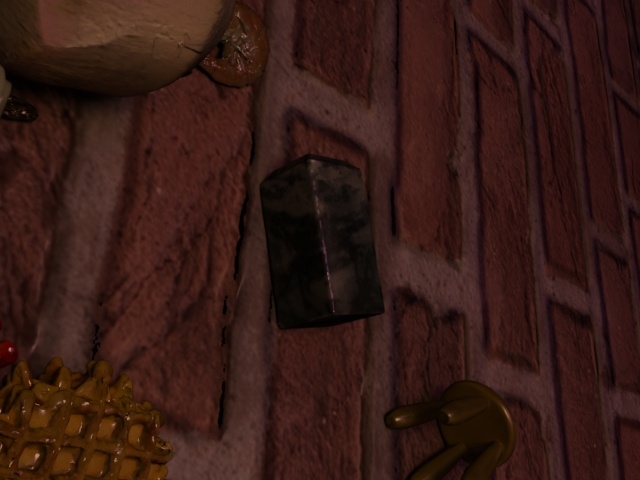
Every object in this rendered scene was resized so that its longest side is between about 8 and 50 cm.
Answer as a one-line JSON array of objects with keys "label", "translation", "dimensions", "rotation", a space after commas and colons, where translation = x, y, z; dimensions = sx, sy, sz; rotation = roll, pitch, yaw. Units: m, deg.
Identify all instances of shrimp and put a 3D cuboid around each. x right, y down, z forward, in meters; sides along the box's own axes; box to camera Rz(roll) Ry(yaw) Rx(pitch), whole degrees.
[{"label": "shrimp", "translation": [-0.126, -0.222, 0.775], "dimensions": [0.180, 0.041, 0.099], "rotation": [-4, 93, -47]}]

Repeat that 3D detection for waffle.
[{"label": "waffle", "translation": [-0.191, 0.187, 0.505], "dimensions": [0.193, 0.070, 0.197], "rotation": [58, 47, -31]}]

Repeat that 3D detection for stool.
[{"label": "stool", "translation": [0.157, 0.234, 0.830], "dimensions": [0.110, 0.134, 0.135], "rotation": [-12, 39, -45]}]

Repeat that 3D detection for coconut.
[{"label": "coconut", "translation": [-0.198, -0.236, 0.572], "dimensions": [0.230, 0.227, 0.227], "rotation": [11, 67, -53]}]

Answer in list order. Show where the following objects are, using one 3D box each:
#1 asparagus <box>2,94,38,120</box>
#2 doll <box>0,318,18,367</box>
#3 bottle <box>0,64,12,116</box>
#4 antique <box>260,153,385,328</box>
[{"label": "asparagus", "translation": [-0.337, -0.149, 0.540], "dimensions": [0.248, 0.025, 0.024], "rotation": [27, 15, -36]}, {"label": "doll", "translation": [-0.292, 0.105, 0.463], "dimensions": [0.195, 0.062, 0.104], "rotation": [-33, 117, -56]}, {"label": "bottle", "translation": [-0.307, -0.054, 0.389], "dimensions": [0.229, 0.229, 0.351], "rotation": [31, 39, -33]}, {"label": "antique", "translation": [0.000, 0.000, 0.774], "dimensions": [0.086, 0.088, 0.183], "rotation": [4, 72, -45]}]
